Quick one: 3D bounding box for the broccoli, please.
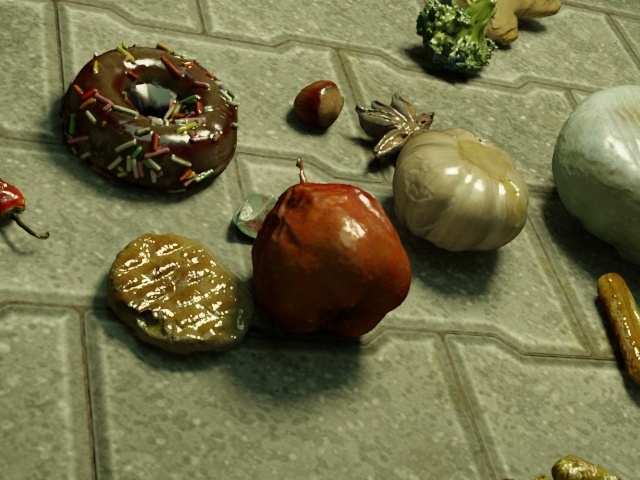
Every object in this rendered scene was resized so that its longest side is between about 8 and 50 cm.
[{"bbox_3d":[0.263,-0.388,2.031,0.167,0.160,0.154,43,21,-7],"label":"broccoli"}]

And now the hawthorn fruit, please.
[{"bbox_3d":[0.000,0.000,1.429,0.207,0.207,0.243,-1,61,-29],"label":"hawthorn fruit"}]

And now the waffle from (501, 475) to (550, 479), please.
[{"bbox_3d":[0.262,0.395,1.239,0.302,0.068,0.325,-16,56,-39],"label":"waffle"}]

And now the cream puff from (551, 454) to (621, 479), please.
[{"bbox_3d":[0.329,0.305,1.376,0.083,0.058,0.083,29,-8,-35],"label":"cream puff"}]

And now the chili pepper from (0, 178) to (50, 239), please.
[{"bbox_3d":[-0.441,-0.084,1.413,0.059,0.050,0.268,-36,67,-30],"label":"chili pepper"}]

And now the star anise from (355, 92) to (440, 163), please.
[{"bbox_3d":[0.142,-0.160,1.794,0.182,0.065,0.195,48,40,18],"label":"star anise"}]

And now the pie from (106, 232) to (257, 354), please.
[{"bbox_3d":[-0.178,0.068,1.385,0.195,0.046,0.195,16,39,-13],"label":"pie"}]

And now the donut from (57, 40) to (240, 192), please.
[{"bbox_3d":[-0.240,-0.183,1.586,0.270,0.103,0.269,16,41,-14],"label":"donut"}]

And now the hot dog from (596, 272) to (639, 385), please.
[{"bbox_3d":[0.459,0.138,1.642,0.066,0.047,0.215,22,37,-27],"label":"hot dog"}]

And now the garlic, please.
[{"bbox_3d":[0.205,-0.068,1.652,0.228,0.152,0.228,14,33,-9],"label":"garlic"}]

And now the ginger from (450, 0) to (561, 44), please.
[{"bbox_3d":[0.368,-0.491,2.230,0.276,0.130,0.221,4,55,-26],"label":"ginger"}]

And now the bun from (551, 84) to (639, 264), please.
[{"bbox_3d":[0.547,-0.095,1.816,0.362,0.211,0.362,13,39,-11],"label":"bun"}]

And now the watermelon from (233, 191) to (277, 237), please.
[{"bbox_3d":[-0.084,-0.039,1.538,0.085,0.061,0.085,22,32,-14],"label":"watermelon"}]

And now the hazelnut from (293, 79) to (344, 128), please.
[{"bbox_3d":[-0.003,-0.221,1.776,0.086,0.086,0.086,15,41,-13],"label":"hazelnut"}]
